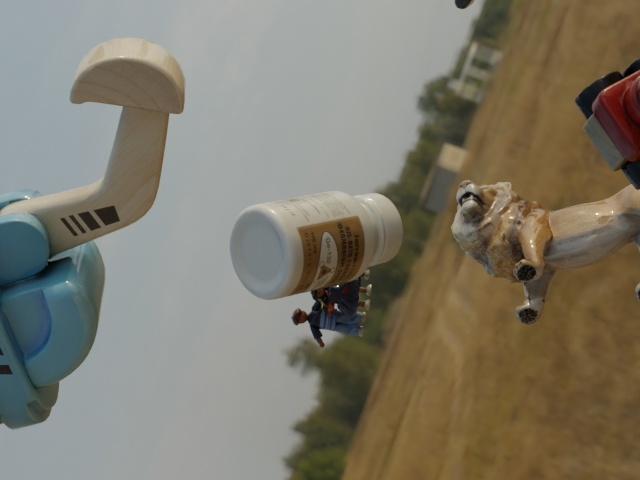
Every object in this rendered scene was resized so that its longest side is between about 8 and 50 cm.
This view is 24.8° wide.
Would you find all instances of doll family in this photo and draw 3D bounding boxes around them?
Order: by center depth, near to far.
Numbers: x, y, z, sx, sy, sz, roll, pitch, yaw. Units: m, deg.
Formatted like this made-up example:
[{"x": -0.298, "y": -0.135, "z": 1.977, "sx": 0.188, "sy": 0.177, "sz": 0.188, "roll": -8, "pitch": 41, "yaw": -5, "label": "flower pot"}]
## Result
[{"x": 0.018, "y": 0.066, "z": 2.216, "sx": 0.076, "sy": 0.111, "sz": 0.193, "roll": 132, "pitch": 144, "yaw": -77, "label": "doll family"}]

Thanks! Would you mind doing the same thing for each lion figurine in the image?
[{"x": 0.374, "y": -0.013, "z": 2.026, "sx": 0.240, "sy": 0.392, "sz": 0.142, "roll": -76, "pitch": -24, "yaw": -55, "label": "lion figurine"}]

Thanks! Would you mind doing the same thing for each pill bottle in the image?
[{"x": 0.000, "y": 0.000, "z": 2.010, "sx": 0.229, "sy": 0.131, "sz": 0.131, "roll": -12, "pitch": -49, "yaw": -42, "label": "pill bottle"}]

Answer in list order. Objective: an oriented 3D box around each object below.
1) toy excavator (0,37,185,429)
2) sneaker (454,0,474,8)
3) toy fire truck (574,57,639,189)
[{"x": -0.330, "y": 0.006, "z": 1.758, "sx": 0.222, "sy": 0.445, "sz": 0.432, "roll": -101, "pitch": -6, "yaw": -65, "label": "toy excavator"}, {"x": 0.163, "y": -0.304, "z": 1.650, "sx": 0.035, "sy": 0.031, "sz": 0.083, "roll": -2, "pitch": -67, "yaw": -42, "label": "sneaker"}, {"x": 0.380, "y": -0.193, "z": 1.450, "sx": 0.217, "sy": 0.158, "sz": 0.246, "roll": -28, "pitch": -13, "yaw": -15, "label": "toy fire truck"}]
